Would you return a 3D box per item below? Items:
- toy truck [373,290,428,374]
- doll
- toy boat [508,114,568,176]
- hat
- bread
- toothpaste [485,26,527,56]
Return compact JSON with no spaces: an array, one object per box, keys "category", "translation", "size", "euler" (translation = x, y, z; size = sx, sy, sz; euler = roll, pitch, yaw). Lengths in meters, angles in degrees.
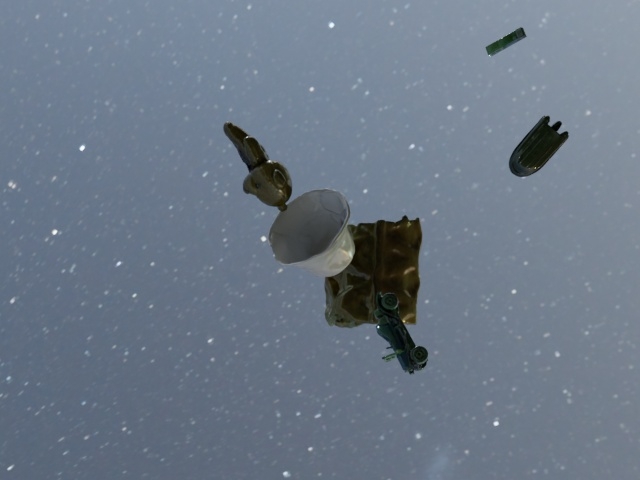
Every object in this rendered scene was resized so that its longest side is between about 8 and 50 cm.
[{"category":"toy truck","translation":[0.131,0.172,1.495],"size":[0.078,0.080,0.154],"euler":[-27,-110,-4]},{"category":"doll","translation":[-0.139,-0.153,1.712],"size":[0.097,0.137,0.209],"euler":[-36,-111,-11]},{"category":"toy boat","translation":[0.659,-0.281,2.529],"size":[0.104,0.210,0.052],"euler":[38,-165,-5]},{"category":"hat","translation":[0.000,0.000,1.783],"size":[0.126,0.203,0.203],"euler":[50,-143,-44]},{"category":"bread","translation":[0.122,0.079,1.950],"size":[0.196,0.239,0.252],"euler":[12,-107,-69]},{"category":"toothpaste","translation":[0.375,-0.402,1.680],"size":[0.017,0.083,0.020],"euler":[3,-115,-54]}]
